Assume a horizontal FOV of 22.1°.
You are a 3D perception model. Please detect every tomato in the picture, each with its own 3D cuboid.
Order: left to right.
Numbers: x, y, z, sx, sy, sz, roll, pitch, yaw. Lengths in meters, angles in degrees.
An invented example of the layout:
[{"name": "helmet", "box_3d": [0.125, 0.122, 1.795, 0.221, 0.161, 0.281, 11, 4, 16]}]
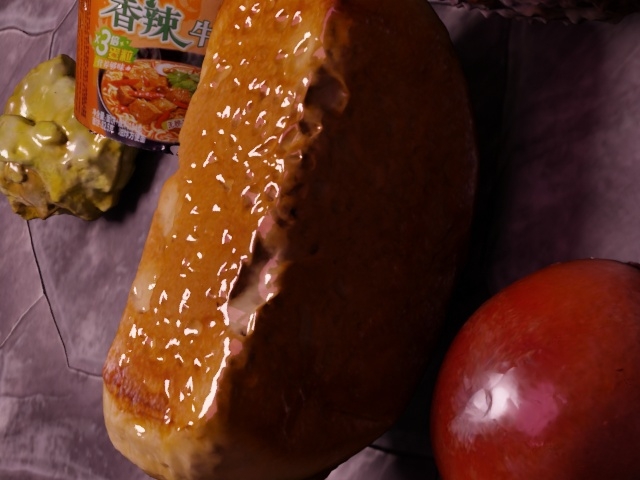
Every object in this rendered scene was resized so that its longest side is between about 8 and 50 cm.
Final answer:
[{"name": "tomato", "box_3d": [0.140, 0.106, 1.104, 0.228, 0.112, 0.199, -60, 40, 17]}]

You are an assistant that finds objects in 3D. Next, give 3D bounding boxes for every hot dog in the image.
[{"name": "hot dog", "box_3d": [0.001, 0.000, 1.212, 0.185, 0.223, 0.405, 8, 78, 50]}]

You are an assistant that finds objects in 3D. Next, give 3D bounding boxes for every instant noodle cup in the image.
[{"name": "instant noodle cup", "box_3d": [-0.115, -0.180, 1.419, 0.230, 0.230, 0.182, 34, 116, 50]}]

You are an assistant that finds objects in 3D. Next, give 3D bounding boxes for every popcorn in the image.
[{"name": "popcorn", "box_3d": [-0.248, -0.100, 1.630, 0.173, 0.142, 0.173, -38, 29, 26]}]

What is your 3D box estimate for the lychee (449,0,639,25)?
[{"name": "lychee", "box_3d": [0.145, -0.277, 1.050, 0.300, 0.300, 0.300, -17, 67, 48]}]
